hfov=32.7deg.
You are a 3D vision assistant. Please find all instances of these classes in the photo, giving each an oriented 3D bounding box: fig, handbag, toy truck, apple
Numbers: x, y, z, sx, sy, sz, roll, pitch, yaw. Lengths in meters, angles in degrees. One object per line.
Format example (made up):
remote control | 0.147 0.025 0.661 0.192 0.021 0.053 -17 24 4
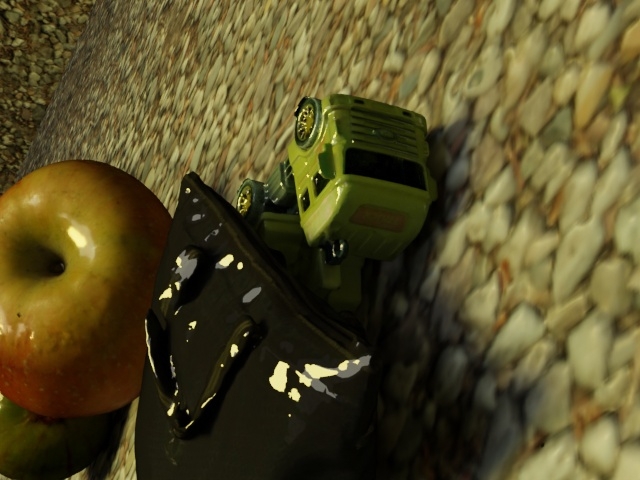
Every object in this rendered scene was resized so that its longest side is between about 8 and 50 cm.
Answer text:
fig | -0.302 0.186 1.175 0.259 0.151 0.151 141 144 -70
handbag | -0.041 0.097 0.576 0.254 0.088 0.211 -137 51 -56
toy truck | 0.000 0.000 0.637 0.169 0.077 0.100 -48 39 46
apple | -0.221 0.048 1.007 0.173 0.210 0.235 69 -139 -63
